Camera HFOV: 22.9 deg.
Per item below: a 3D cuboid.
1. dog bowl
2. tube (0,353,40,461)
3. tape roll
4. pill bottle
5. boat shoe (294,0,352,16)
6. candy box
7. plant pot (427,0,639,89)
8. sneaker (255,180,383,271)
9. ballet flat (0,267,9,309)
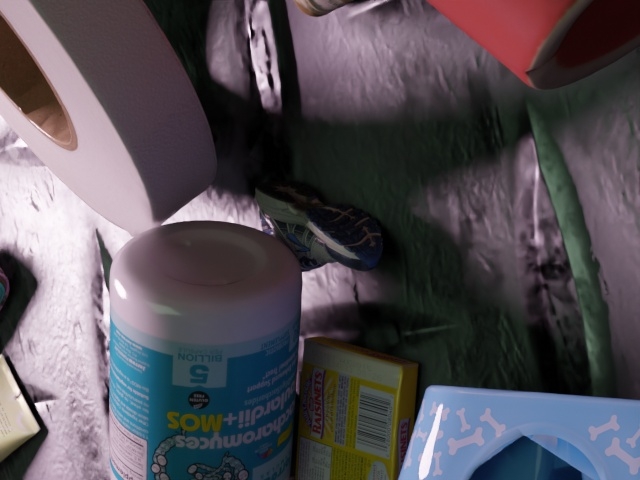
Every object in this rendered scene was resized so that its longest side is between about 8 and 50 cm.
[{"bbox_3d":[0.182,0.135,0.988,0.297,0.166,0.074,0,83,44],"label":"dog bowl"},{"bbox_3d":[-0.370,0.224,1.593,0.070,0.062,0.240,39,114,-13],"label":"tube"},{"bbox_3d":[-0.231,-0.173,1.250,0.392,0.072,0.392,45,163,18],"label":"tape roll"},{"bbox_3d":[-0.092,0.128,1.238,0.146,0.146,0.264,29,127,38],"label":"pill bottle"},{"bbox_3d":[-0.001,-0.257,1.187,0.059,0.063,0.170,-10,97,42],"label":"boat shoe"},{"bbox_3d":[0.024,0.185,1.230,0.105,0.027,0.206,14,104,45],"label":"candy box"},{"bbox_3d":[0.130,-0.242,0.937,0.243,0.275,0.275,54,128,15],"label":"plant pot"},{"bbox_3d":[0.000,0.000,1.226,0.135,0.052,0.058,32,126,45],"label":"sneaker"},{"bbox_3d":[-0.376,0.096,1.586,0.221,0.077,0.079,-60,37,24],"label":"ballet flat"}]
